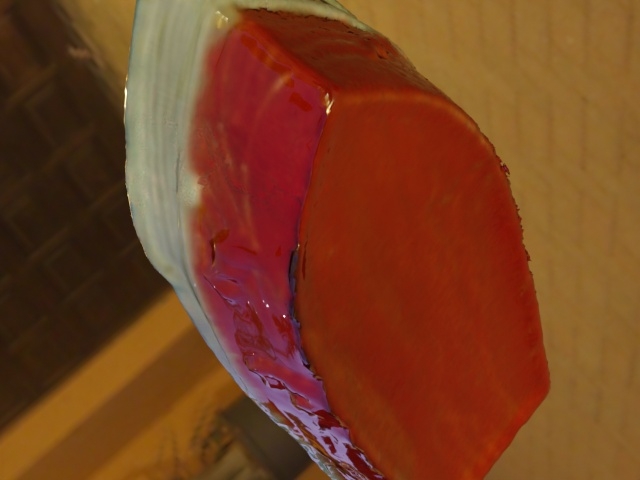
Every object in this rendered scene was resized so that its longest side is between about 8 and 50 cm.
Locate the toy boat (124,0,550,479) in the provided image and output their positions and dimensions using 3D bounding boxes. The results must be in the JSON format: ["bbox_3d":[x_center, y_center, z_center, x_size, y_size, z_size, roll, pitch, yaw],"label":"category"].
[{"bbox_3d":[0.000,0.000,0.647,0.133,0.145,0.332,31,161,33],"label":"toy boat"}]
